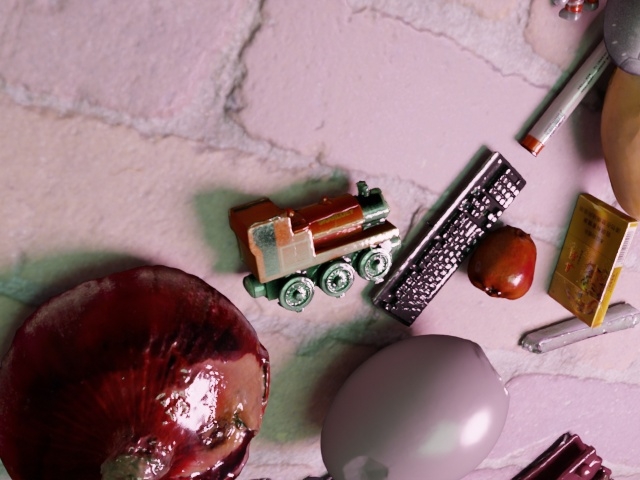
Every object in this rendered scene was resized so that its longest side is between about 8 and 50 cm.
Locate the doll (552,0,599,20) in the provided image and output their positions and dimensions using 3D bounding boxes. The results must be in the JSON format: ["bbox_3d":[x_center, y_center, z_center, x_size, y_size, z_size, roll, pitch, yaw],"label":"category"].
[{"bbox_3d":[0.274,-0.327,0.766,0.102,0.075,0.227,-36,141,-26],"label":"doll"}]

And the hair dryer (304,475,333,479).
[{"bbox_3d":[0.028,0.323,1.044,0.114,0.037,0.063,-35,132,-17],"label":"hair dryer"}]

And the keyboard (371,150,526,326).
[{"bbox_3d":[0.154,0.001,0.927,0.093,0.025,0.230,33,98,-42],"label":"keyboard"}]

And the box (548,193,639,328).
[{"bbox_3d":[0.352,0.027,1.017,0.022,0.089,0.156,-5,121,-27],"label":"box"}]

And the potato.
[{"bbox_3d":[0.409,-0.131,0.917,0.150,0.146,0.234,-1,123,21],"label":"potato"}]

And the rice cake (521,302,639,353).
[{"bbox_3d":[0.380,0.128,1.130,0.207,0.033,0.033,-12,121,-24],"label":"rice cake"}]

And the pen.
[{"bbox_3d":[0.313,-0.198,0.897,0.028,0.028,0.239,31,100,-39],"label":"pen"}]

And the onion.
[{"bbox_3d":[-0.165,0.165,0.731,0.272,0.195,0.272,-8,113,-20],"label":"onion"}]

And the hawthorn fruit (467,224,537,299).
[{"bbox_3d":[0.226,0.023,0.955,0.081,0.081,0.093,38,69,-40],"label":"hawthorn fruit"}]

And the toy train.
[{"bbox_3d":[0.000,0.000,0.807,0.176,0.074,0.118,-19,122,-17],"label":"toy train"}]

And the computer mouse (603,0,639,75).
[{"bbox_3d":[0.368,-0.283,0.805,0.229,0.113,0.068,-69,160,3],"label":"computer mouse"}]

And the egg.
[{"bbox_3d":[0.107,0.211,0.927,0.232,0.176,0.176,-27,128,-7],"label":"egg"}]

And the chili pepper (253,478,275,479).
[{"bbox_3d":[-0.064,0.335,0.994,0.055,0.035,0.118,-54,135,-13],"label":"chili pepper"}]

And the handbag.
[{"bbox_3d":[0.395,0.442,1.303,0.216,0.074,0.203,-37,130,-6],"label":"handbag"}]
